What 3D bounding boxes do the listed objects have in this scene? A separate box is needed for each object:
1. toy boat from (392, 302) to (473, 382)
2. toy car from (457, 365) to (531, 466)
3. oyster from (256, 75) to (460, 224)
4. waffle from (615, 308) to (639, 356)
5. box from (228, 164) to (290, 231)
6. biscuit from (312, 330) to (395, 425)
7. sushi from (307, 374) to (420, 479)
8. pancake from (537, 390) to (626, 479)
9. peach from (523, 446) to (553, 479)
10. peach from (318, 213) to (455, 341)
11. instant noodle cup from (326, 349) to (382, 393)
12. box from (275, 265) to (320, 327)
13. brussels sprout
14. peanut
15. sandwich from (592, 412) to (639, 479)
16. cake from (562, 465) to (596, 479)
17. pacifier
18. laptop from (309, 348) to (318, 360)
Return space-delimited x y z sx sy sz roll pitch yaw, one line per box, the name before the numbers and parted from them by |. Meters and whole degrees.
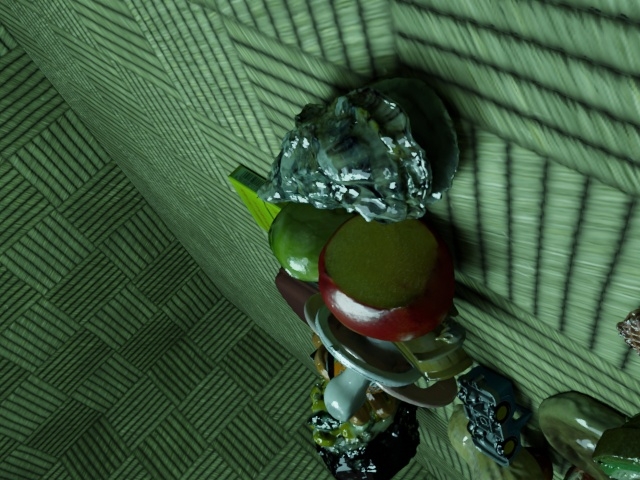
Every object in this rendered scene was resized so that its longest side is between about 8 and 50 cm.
toy boat | 0.144 0.104 0.988 0.089 0.121 0.321 53 177 -30
toy car | 0.332 0.321 1.141 0.097 0.100 0.191 21 133 56
oyster | 0.028 -0.093 0.736 0.351 0.158 0.162 -6 94 55
waffle | 0.347 0.100 0.614 0.075 0.029 0.083 39 161 7
box | -0.048 -0.026 1.271 0.335 0.047 0.187 34 162 36
biscuit | 0.082 0.354 1.690 0.047 0.202 0.333 -55 50 34
sushi | 0.106 0.537 1.824 0.328 0.328 0.285 -18 120 26
pancake | 0.465 0.344 0.925 0.294 0.049 0.294 39 163 15
peach | 0.456 0.474 1.276 0.098 0.062 0.098 168 90 -82
peach | 0.090 0.048 0.838 0.190 0.190 0.192 44 169 -1
instant noodle cup | 0.120 0.326 1.581 0.125 0.178 0.208 40 -170 -44
box | 0.051 0.183 1.456 0.404 0.108 0.263 27 158 46
brussels sprout | -0.006 0.005 1.045 0.183 0.145 0.131 39 158 21
peanut | 0.356 0.448 1.248 0.149 0.149 0.313 53 -179 -29
sandwich | 0.434 0.273 0.703 0.160 0.109 0.185 47 165 -1
cake | 0.536 0.567 1.139 0.262 0.158 0.159 40 169 11
pacifier | 0.102 0.216 1.146 0.332 0.220 0.273 37 148 26
laptop | 0.064 0.335 1.749 0.135 0.197 0.016 43 123 10
